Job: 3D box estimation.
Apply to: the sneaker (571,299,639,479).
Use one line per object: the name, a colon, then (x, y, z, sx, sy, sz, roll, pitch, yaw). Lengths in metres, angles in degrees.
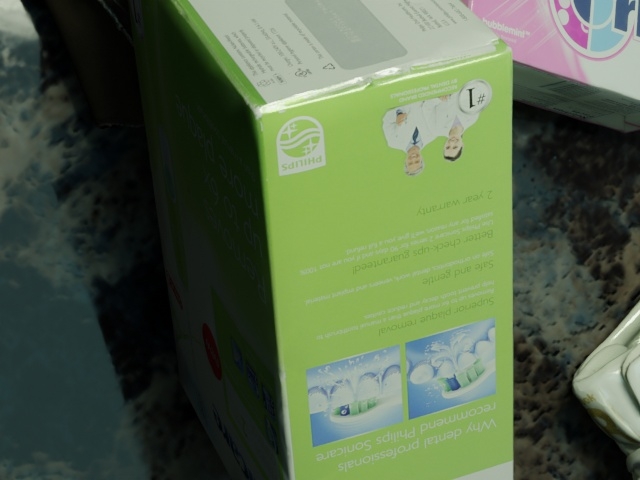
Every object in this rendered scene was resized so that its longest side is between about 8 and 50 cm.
sneaker: (0.196, 0.148, 1.099, 0.169, 0.108, 0.292, 33, 73, -13)

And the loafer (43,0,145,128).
loafer: (-0.097, -0.094, 1.013, 0.220, 0.080, 0.078, 44, 79, -13)

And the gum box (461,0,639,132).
gum box: (0.136, -0.132, 1.055, 0.188, 0.062, 0.107, 13, 77, -36)

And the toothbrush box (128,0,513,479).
toothbrush box: (0.000, 0.000, 0.923, 0.122, 0.206, 0.283, -16, 126, -15)
